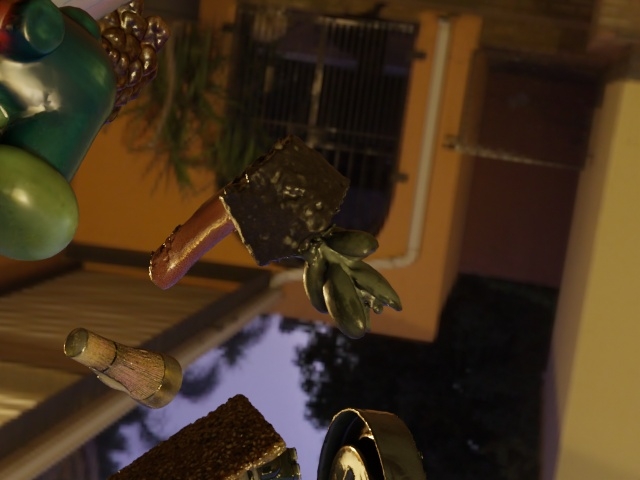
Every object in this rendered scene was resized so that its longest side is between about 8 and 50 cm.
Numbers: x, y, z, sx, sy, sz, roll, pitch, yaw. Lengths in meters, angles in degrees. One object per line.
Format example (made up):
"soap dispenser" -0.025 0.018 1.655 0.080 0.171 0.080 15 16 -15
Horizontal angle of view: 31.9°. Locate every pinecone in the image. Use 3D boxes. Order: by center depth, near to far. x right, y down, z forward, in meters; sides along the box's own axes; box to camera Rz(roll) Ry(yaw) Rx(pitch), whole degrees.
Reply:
"pinecone" -0.311 -0.235 1.379 0.229 0.202 0.201 -35 -167 -8

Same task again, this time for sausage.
"sausage" -0.173 -0.040 1.955 0.079 0.326 0.087 47 174 29

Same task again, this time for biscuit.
"biscuit" -0.166 0.281 1.366 0.237 0.026 0.131 -32 -148 -14

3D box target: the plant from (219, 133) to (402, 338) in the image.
"plant" 0.000 -0.002 1.453 0.149 0.274 0.146 -37 -178 43

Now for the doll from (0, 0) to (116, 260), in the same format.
"doll" -0.228 -0.144 0.573 0.198 0.322 0.186 0 -135 40

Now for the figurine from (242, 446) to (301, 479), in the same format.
"figurine" -0.131 0.384 1.829 0.192 0.147 0.126 -9 163 -13

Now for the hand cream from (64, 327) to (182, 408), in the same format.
"hand cream" -0.287 0.176 1.613 0.084 0.084 0.203 14 165 38

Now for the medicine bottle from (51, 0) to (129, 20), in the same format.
"medicine bottle" -0.240 -0.275 1.043 0.254 0.152 0.152 -34 -157 -15

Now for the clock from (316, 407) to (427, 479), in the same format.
"clock" 0.064 0.377 1.480 0.061 0.312 0.312 2 -170 -17
